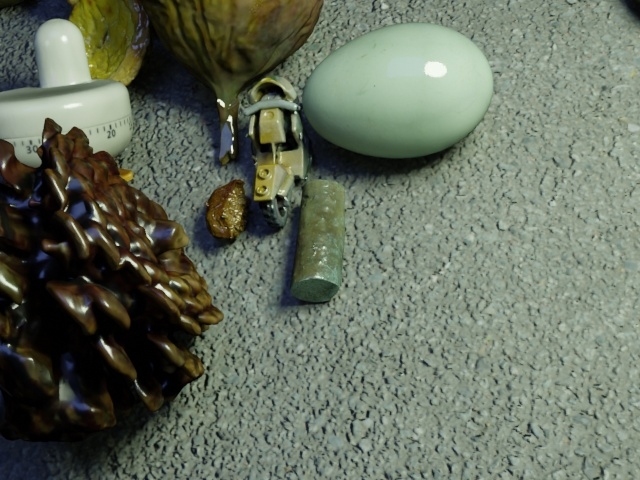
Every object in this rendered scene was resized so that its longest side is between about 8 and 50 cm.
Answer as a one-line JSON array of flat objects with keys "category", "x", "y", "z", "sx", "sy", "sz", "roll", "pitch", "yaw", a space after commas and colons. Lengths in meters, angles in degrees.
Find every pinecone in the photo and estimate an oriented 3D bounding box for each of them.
[{"category": "pinecone", "x": -0.329, "y": 0.056, "z": 1.298, "sx": 0.398, "sy": 0.397, "sz": 0.397, "roll": -6, "pitch": 58, "yaw": 9}]

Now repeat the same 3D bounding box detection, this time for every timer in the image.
[{"category": "timer", "x": -0.388, "y": -0.192, "z": 1.546, "sx": 0.234, "sy": 0.240, "sz": 0.233, "roll": -6, "pitch": 15, "yaw": 2}]

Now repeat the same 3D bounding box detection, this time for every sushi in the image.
[{"category": "sushi", "x": -0.125, "y": -0.042, "z": 1.497, "sx": 0.060, "sy": 0.061, "sz": 0.118, "roll": -13, "pitch": 55, "yaw": 19}]

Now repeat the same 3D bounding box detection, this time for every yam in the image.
[{"category": "yam", "x": 0.000, "y": 0.000, "z": 1.439, "sx": 0.068, "sy": 0.068, "sz": 0.169, "roll": 0, "pitch": 57, "yaw": 13}]

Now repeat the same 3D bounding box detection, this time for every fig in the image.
[{"category": "fig", "x": -0.145, "y": -0.296, "z": 1.575, "sx": 0.286, "sy": 0.286, "sz": 0.368, "roll": 5, "pitch": 83, "yaw": 16}]

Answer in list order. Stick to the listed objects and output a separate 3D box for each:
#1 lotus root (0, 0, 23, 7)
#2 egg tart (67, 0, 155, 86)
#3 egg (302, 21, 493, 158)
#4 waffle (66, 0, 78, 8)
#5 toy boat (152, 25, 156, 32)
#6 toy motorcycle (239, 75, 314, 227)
[{"category": "lotus root", "x": -0.570, "y": -0.438, "z": 1.830, "sx": 0.179, "sy": 0.089, "sz": 0.080, "roll": -2, "pitch": 90, "yaw": 6}, {"category": "egg tart", "x": -0.321, "y": -0.314, "z": 1.674, "sx": 0.191, "sy": 0.074, "sz": 0.191, "roll": -4, "pitch": 84, "yaw": 35}, {"category": "egg", "x": 0.104, "y": -0.202, "z": 1.472, "sx": 0.264, "sy": 0.183, "sz": 0.182, "roll": -8, "pitch": 57, "yaw": 13}, {"category": "waffle", "x": -0.318, "y": -0.482, "z": 1.756, "sx": 0.274, "sy": 0.168, "sz": 0.057, "roll": -39, "pitch": 28, "yaw": -11}, {"category": "toy boat", "x": -0.266, "y": -0.356, "z": 1.740, "sx": 0.083, "sy": 0.038, "sz": 0.038, "roll": 9, "pitch": 61, "yaw": 19}, {"category": "toy motorcycle", "x": -0.066, "y": -0.135, "z": 1.500, "sx": 0.094, "sy": 0.130, "sz": 0.229, "roll": -2, "pitch": 58, "yaw": 14}]
